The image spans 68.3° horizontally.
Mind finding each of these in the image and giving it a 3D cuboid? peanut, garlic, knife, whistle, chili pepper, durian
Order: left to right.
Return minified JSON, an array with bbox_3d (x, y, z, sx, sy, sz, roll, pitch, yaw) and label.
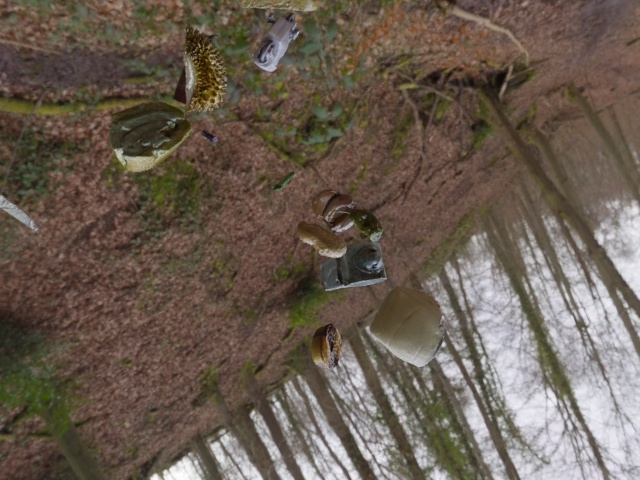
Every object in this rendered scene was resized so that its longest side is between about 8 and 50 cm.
[{"bbox_3d":[-0.844,-0.123,1.201,0.047,0.297,0.017,-40,-158,22],"label":"knife"},{"bbox_3d":[-0.353,-0.521,1.440,0.137,0.250,0.183,4,-137,2],"label":"durian"},{"bbox_3d":[0.000,0.000,1.472,0.080,0.174,0.080,-58,173,-11],"label":"peanut"},{"bbox_3d":[0.075,-0.144,2.168,0.191,0.214,0.160,-43,170,14],"label":"garlic"},{"bbox_3d":[0.125,0.126,2.099,0.404,0.168,0.188,-18,165,34],"label":"whistle"},{"bbox_3d":[0.143,-0.072,1.585,0.073,0.072,0.204,8,-153,-39],"label":"chili pepper"}]

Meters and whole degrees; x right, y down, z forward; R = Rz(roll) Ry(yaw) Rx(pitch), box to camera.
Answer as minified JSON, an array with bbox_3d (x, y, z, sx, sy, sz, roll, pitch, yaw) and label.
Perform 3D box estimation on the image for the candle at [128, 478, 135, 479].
[{"bbox_3d":[-0.399,0.669,1.170,0.301,0.060,0.084,3,172,44],"label":"candle"}]

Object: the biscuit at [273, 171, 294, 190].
[{"bbox_3d":[-0.119,-0.199,1.553,0.046,0.016,0.089,-7,-145,52],"label":"biscuit"}]

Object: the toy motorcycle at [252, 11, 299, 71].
[{"bbox_3d":[-0.163,-0.676,1.636,0.171,0.110,0.260,-47,-165,55],"label":"toy motorcycle"}]

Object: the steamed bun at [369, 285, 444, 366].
[{"bbox_3d":[0.371,0.344,1.899,0.291,0.273,0.272,-68,-159,-2],"label":"steamed bun"}]

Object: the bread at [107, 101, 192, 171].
[{"bbox_3d":[-0.530,-0.335,1.458,0.257,0.186,0.124,-35,-173,-24],"label":"bread"}]

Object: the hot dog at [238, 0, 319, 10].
[{"bbox_3d":[-0.124,-0.720,1.388,0.242,0.074,0.084,9,-154,13],"label":"hot dog"}]

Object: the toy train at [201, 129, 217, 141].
[{"bbox_3d":[-0.355,-0.332,1.490,0.017,0.017,0.083,-34,-132,-24],"label":"toy train"}]

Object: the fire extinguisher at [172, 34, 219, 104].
[{"bbox_3d":[-0.445,-0.622,1.716,0.105,0.104,0.269,-79,-166,-79],"label":"fire extinguisher"}]

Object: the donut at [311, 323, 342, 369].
[{"bbox_3d":[0.022,0.430,1.903,0.073,0.166,0.184,-11,-134,29],"label":"donut"}]
